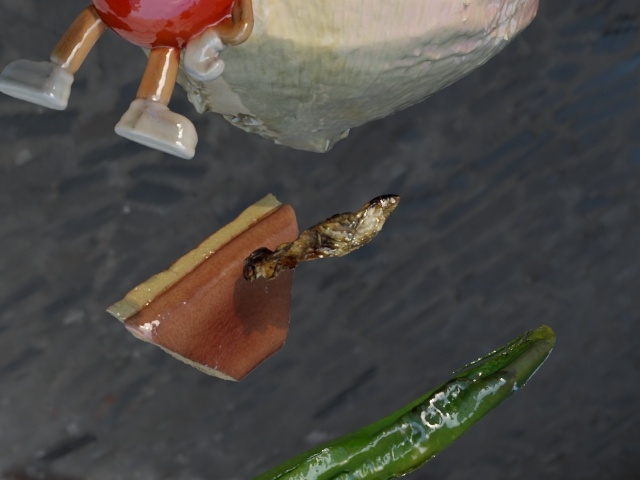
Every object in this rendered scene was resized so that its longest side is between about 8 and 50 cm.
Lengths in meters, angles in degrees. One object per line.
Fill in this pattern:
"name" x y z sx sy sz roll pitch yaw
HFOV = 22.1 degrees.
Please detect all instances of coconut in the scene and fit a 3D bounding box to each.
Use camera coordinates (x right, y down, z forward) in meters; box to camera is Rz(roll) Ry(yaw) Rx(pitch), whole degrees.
"coconut" -0.001 -0.254 1.349 0.404 0.405 0.405 -23 147 -15

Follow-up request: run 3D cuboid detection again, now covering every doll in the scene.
"doll" -0.116 -0.178 1.113 0.217 0.183 0.085 -69 159 2

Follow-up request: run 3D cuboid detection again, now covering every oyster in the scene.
"oyster" -0.001 -0.001 1.320 0.132 0.029 0.086 -29 -171 -19

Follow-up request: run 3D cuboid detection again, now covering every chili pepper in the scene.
"chili pepper" 0.070 0.181 1.514 0.359 0.076 0.085 -27 146 -6

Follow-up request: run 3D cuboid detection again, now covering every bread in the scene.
"bread" -0.087 0.056 1.385 0.192 0.067 0.119 -34 116 -31
